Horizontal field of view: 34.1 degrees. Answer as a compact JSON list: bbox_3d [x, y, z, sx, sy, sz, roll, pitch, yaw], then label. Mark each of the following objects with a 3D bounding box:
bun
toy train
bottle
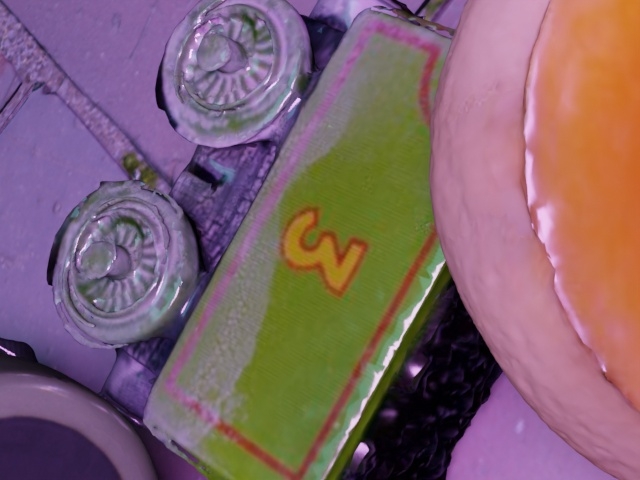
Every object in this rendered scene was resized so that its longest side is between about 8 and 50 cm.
[{"bbox_3d":[0.185,-0.036,0.461,0.165,0.299,0.299,161,131,-80],"label":"bun"},{"bbox_3d":[0.000,0.000,0.609,0.249,0.173,0.307,29,90,33],"label":"toy train"},{"bbox_3d":[-0.221,0.144,0.654,0.347,0.168,0.168,3,72,64],"label":"bottle"}]
